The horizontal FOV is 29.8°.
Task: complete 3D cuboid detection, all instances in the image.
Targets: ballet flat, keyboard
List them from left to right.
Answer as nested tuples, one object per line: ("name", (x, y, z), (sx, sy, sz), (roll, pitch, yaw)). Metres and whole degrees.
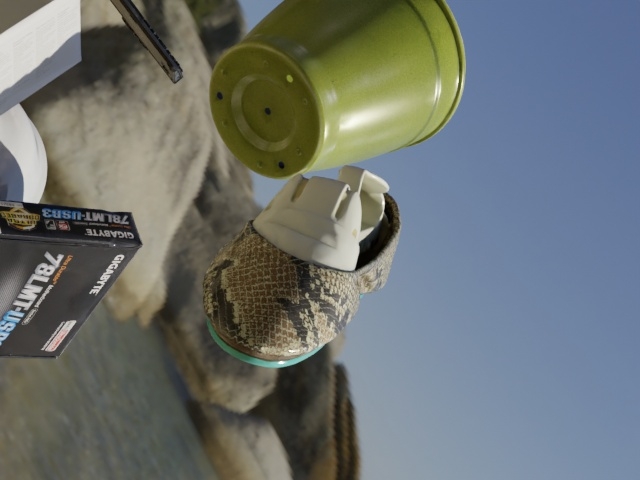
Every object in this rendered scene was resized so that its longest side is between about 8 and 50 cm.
("keyboard", (-0.245, -0.293, 1.630), (0.180, 0.023, 0.108), (53, -8, 0))
("ballet flat", (0.000, 0.000, 1.361), (0.164, 0.182, 0.483), (27, 13, 10))

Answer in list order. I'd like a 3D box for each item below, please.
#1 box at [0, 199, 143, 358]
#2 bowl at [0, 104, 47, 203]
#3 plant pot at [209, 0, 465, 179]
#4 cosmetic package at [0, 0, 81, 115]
("box", (-0.443, 0.059, 1.669), (0.293, 0.295, 0.073), (7, 49, -39))
("bowl", (-0.535, -0.140, 1.703), (0.297, 0.298, 0.134), (60, -26, 19))
("plant pot", (0.004, -0.275, 2.074), (0.367, 0.353, 0.366), (18, -57, 30))
("cosmetic package", (-0.330, -0.172, 1.166), (0.060, 0.239, 0.099), (29, -44, 16))
